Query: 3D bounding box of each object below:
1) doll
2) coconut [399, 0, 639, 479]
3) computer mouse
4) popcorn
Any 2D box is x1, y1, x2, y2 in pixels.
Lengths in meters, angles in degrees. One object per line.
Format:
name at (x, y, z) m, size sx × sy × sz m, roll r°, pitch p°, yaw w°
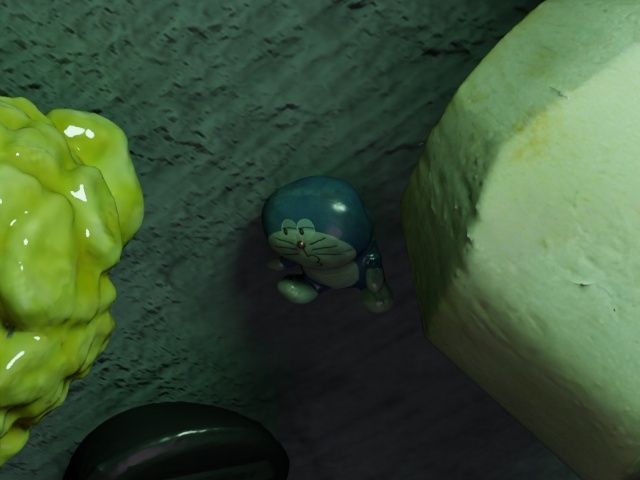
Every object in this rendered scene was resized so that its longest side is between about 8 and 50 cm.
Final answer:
doll at (0.000, 0.000, 0.790) m, size 0.076 × 0.050 × 0.083 m, roll 0°, pitch 141°, yaw 26°
coconut at (0.163, 0.003, 0.654) m, size 0.241 × 0.241 × 0.241 m, roll 0°, pitch 136°, yaw 0°
computer mouse at (-0.110, 0.168, 0.938) m, size 0.147 × 0.088 × 0.264 m, roll -2°, pitch 140°, yaw -26°
popcorn at (-0.199, 0.024, 0.718) m, size 0.181 × 0.217 × 0.235 m, roll 46°, pitch 130°, yaw -7°
